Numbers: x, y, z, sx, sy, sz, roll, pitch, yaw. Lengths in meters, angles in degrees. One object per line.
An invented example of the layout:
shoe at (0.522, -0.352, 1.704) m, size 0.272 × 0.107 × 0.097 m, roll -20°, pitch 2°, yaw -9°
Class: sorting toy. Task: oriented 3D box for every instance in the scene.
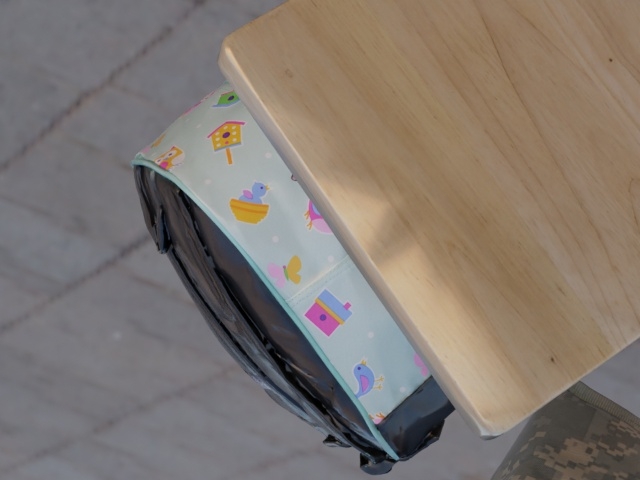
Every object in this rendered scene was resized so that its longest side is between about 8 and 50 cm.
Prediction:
sorting toy at (0.051, -0.035, 0.568) m, size 0.274 × 0.132 × 0.046 m, roll 55°, pitch 159°, yaw 6°

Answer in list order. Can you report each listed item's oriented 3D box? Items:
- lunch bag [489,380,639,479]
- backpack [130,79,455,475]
lunch bag at (0.122, 0.267, 1.091) m, size 0.169 × 0.235 × 0.287 m, roll 26°, pitch 121°, yaw 10°
backpack at (0.000, 0.000, 0.959) m, size 0.188 × 0.144 × 0.166 m, roll 45°, pitch 174°, yaw -13°
